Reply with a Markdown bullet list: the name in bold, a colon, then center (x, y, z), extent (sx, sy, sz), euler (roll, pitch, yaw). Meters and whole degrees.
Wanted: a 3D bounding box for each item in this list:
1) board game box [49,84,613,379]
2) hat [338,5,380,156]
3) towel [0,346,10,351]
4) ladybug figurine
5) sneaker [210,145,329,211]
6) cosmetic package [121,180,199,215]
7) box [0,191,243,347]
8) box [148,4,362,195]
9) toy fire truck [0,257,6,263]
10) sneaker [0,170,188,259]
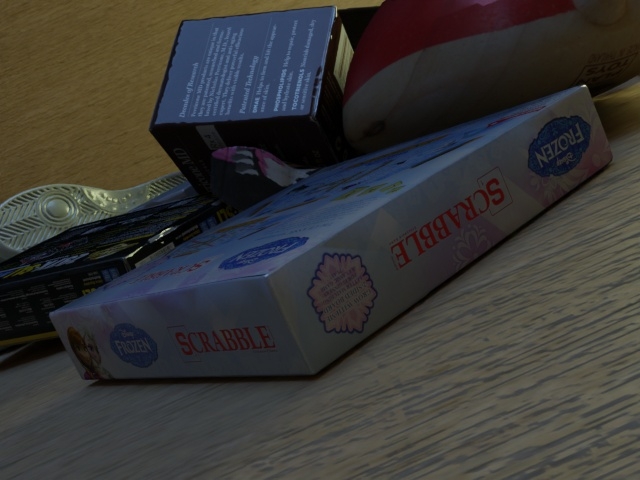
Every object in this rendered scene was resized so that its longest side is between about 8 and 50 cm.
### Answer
- **board game box**: center (0.000, 0.000, 0.687), extent (0.318, 0.065, 0.319), euler (-30, 11, -35)
- **hat**: center (0.055, -0.173, 1.255), extent (0.331, 0.331, 0.133), euler (-20, 50, 30)
- **towel**: center (-0.443, 0.116, 1.310), extent (0.325, 0.038, 0.248), euler (-17, 12, 39)
- **ladybug figurine**: center (0.169, -0.199, 0.931), extent (0.305, 0.161, 0.449), euler (-16, 0, -18)
- **sneaker**: center (-0.037, -0.056, 1.015), extent (0.178, 0.071, 0.077), euler (15, 0, 7)
- **cosmetic package**: center (-0.147, -0.046, 1.265), extent (0.127, 0.107, 0.238), euler (-18, 14, 35)
- **box**: center (-0.251, 0.031, 1.055), extent (0.322, 0.079, 0.257), euler (-12, 16, 31)
- **box**: center (-0.063, -0.156, 1.089), extent (0.203, 0.168, 0.167), euler (-2, 61, 20)
- **toy fire truck**: center (-0.450, 0.039, 1.543), extent (0.217, 0.158, 0.246), euler (-19, -31, 32)
- **sneaker**: center (-0.330, -0.009, 1.387), extent (0.350, 0.131, 0.148), euler (-8, -22, -29)
